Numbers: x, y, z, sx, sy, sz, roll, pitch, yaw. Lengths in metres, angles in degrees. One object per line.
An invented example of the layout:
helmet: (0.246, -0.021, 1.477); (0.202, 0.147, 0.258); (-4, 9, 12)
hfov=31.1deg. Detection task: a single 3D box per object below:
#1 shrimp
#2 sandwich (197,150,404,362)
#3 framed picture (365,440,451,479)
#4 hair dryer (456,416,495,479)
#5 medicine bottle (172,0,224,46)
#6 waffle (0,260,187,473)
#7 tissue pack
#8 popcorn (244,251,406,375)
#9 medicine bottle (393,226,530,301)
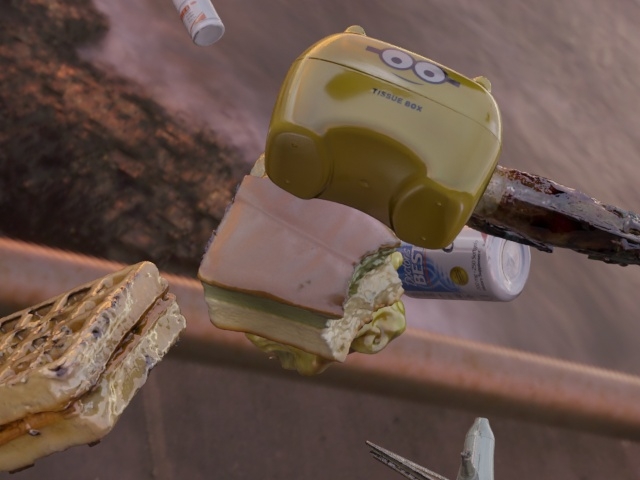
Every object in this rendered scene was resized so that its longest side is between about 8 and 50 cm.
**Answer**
shrimp: (0.242, -0.027, 1.366); (0.364, 0.071, 0.233); (18, -8, 6)
sandwich: (0.000, 0.000, 1.190); (0.186, 0.108, 0.220); (14, 56, 13)
framed picture: (0.190, 0.286, 1.147); (0.274, 0.017, 0.217); (25, -7, 42)
hair dryer: (0.230, 0.343, 1.750); (0.075, 0.237, 0.206); (3, 62, 13)
medicine bottle: (-0.195, -0.360, 1.836); (0.057, 0.057, 0.089); (-5, 59, -44)
waffle: (-0.361, 0.177, 1.345); (0.114, 0.376, 0.261); (60, 24, -18)
tissue pack: (0.053, -0.085, 0.913); (0.178, 0.123, 0.127); (23, 59, 4)
popcorn: (-0.014, 0.063, 1.895); (0.312, 0.312, 0.312); (24, 38, -20)
medicine bottle: (0.236, 0.034, 2.164); (0.157, 0.288, 0.157); (0, 90, -53)
